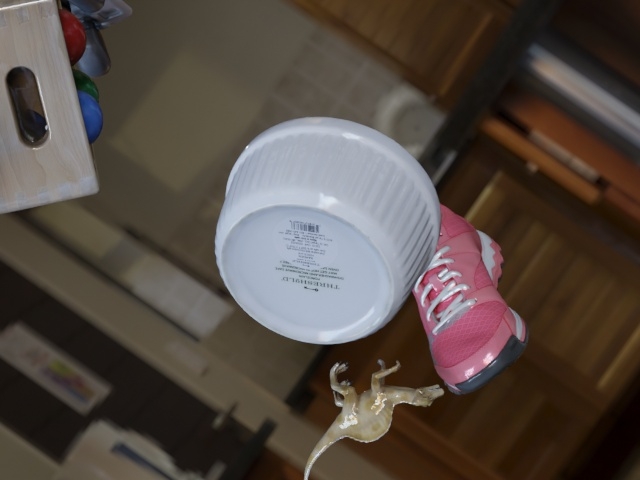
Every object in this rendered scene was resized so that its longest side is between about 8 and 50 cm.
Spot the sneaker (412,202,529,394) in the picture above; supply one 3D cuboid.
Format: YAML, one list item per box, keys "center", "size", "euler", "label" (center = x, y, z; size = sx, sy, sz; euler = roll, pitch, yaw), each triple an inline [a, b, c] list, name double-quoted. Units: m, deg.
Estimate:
- center: [0.137, 0.055, 1.787]
  size: [0.116, 0.136, 0.314]
  euler: [-38, 24, 16]
  label: "sneaker"

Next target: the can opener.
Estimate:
- center: [-0.254, -0.240, 1.650]
  size: [0.074, 0.093, 0.280]
  euler: [-20, -9, 6]
  label: "can opener"

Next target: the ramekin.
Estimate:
- center: [0.000, 0.000, 1.467]
  size: [0.207, 0.207, 0.109]
  euler: [-57, 6, 41]
  label: "ramekin"

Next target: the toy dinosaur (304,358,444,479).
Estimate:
- center: [0.037, 0.178, 1.681]
  size: [0.183, 0.092, 0.053]
  euler: [-32, -39, 13]
  label: "toy dinosaur"

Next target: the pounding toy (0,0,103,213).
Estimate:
- center: [-0.188, -0.111, 0.967]
  size: [0.206, 0.094, 0.181]
  euler: [-118, 17, -68]
  label: "pounding toy"
